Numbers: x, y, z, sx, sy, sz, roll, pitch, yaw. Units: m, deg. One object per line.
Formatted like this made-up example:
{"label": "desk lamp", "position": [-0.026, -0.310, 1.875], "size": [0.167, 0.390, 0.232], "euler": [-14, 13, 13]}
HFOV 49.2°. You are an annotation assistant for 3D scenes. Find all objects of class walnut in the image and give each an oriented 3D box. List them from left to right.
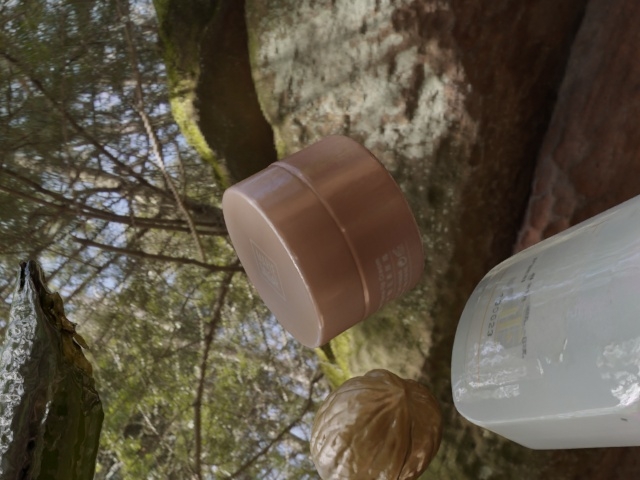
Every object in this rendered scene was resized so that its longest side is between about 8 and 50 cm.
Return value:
{"label": "walnut", "position": [0.096, 0.340, 1.218], "size": [0.224, 0.225, 0.261], "euler": [-15, -38, -35]}

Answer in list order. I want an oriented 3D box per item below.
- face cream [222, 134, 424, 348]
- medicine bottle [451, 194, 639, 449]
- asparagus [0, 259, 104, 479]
{"label": "face cream", "position": [0.000, 0.000, 0.579], "size": [0.104, 0.149, 0.149], "euler": [-30, -65, -20]}
{"label": "medicine bottle", "position": [0.207, 0.053, 0.470], "size": [0.111, 0.296, 0.161], "euler": [25, -115, -9]}
{"label": "asparagus", "position": [-0.280, 0.213, 0.701], "size": [0.108, 0.128, 0.382], "euler": [29, -114, -67]}
